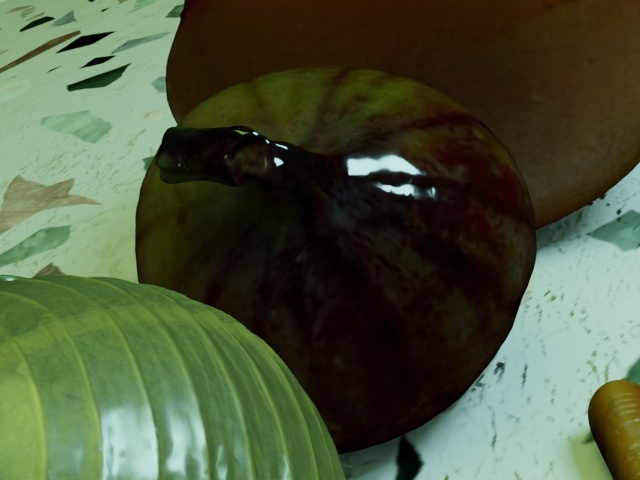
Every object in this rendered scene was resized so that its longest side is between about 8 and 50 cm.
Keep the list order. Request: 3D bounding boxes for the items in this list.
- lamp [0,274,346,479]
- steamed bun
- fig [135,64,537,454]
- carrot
[{"bbox_3d":[-0.117,0.126,0.394,0.250,0.284,0.250,-13,62,26],"label":"lamp"},{"bbox_3d":[0.089,-0.131,0.762,0.379,0.248,0.235,-10,25,15],"label":"steamed bun"},{"bbox_3d":[0.005,0.008,0.587,0.235,0.235,0.214,-32,-2,-22],"label":"fig"},{"bbox_3d":[0.163,0.132,0.467,0.037,0.037,0.190,-17,31,6],"label":"carrot"}]
